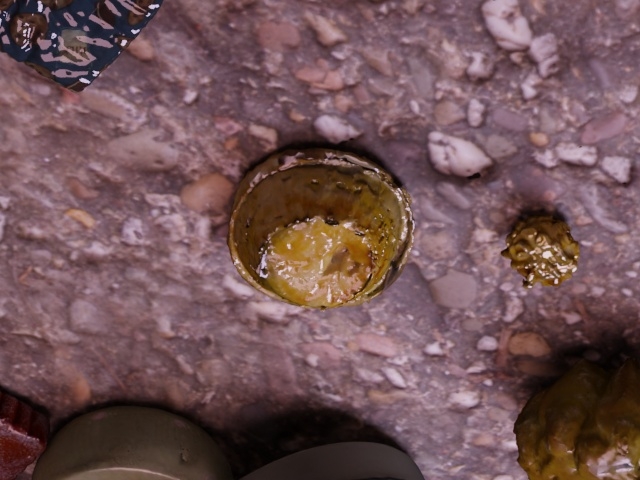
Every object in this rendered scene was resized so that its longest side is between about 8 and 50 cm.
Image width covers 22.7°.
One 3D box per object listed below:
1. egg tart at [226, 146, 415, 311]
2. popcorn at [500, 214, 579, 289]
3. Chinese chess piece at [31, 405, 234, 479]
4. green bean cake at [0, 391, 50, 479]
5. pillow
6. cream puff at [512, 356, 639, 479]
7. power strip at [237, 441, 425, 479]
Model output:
[{"bbox_3d":[0.001,0.001,1.671,0.212,0.090,0.212,-1,130,-1],"label":"egg tart"},{"bbox_3d":[0.233,0.012,1.691,0.083,0.057,0.082,-7,131,12],"label":"popcorn"},{"bbox_3d":[-0.229,0.311,1.947,0.250,0.101,0.250,1,133,1],"label":"Chinese chess piece"},{"bbox_3d":[-0.408,0.232,1.911,0.135,0.056,0.135,30,127,-25],"label":"green bean cake"},{"bbox_3d":[-0.281,-0.253,1.482,0.255,0.034,0.189,30,125,-21],"label":"pillow"},{"bbox_3d":[0.341,0.240,1.804,0.244,0.196,0.244,2,131,2],"label":"cream puff"},{"bbox_3d":[-0.005,0.411,1.925,0.357,0.161,0.357,-17,141,-14],"label":"power strip"}]
